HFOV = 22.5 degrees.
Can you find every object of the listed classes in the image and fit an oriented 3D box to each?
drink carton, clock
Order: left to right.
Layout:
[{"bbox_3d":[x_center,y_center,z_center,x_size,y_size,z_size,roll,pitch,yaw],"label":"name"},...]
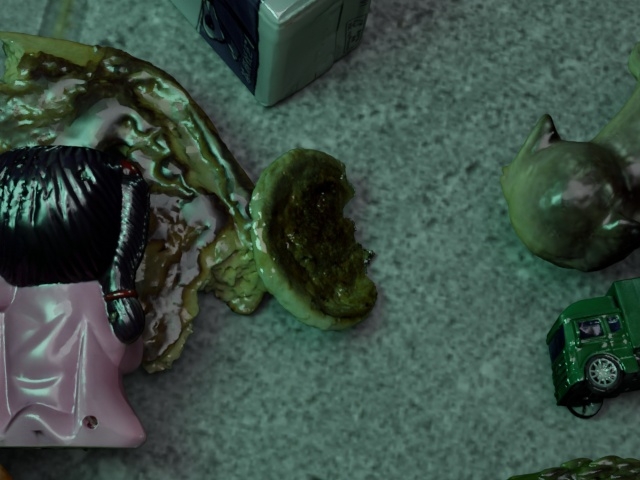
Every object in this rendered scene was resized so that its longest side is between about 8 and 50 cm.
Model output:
[{"bbox_3d":[-0.201,0.038,1.023,0.194,0.100,0.195,0,84,12],"label":"clock"},{"bbox_3d":[-0.068,-0.225,1.157,0.102,0.134,0.222,-38,76,-16],"label":"drink carton"}]

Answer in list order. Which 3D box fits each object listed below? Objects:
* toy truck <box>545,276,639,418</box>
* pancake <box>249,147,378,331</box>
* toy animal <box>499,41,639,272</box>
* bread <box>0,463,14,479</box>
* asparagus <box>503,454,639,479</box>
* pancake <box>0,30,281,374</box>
[{"bbox_3d":[0.228,0.069,1.106,0.147,0.065,0.079,-10,67,-10],"label":"toy truck"},{"bbox_3d":[-0.005,0.001,1.098,0.116,0.022,0.129,-21,91,-51],"label":"pancake"},{"bbox_3d":[0.247,-0.044,1.109,0.233,0.121,0.169,4,42,17],"label":"toy animal"},{"bbox_3d":[-0.278,0.185,0.843,0.114,0.327,0.295,-37,64,20],"label":"bread"},{"bbox_3d":[0.116,0.178,1.071,0.236,0.027,0.034,-16,75,-12],"label":"asparagus"},{"bbox_3d":[-0.133,-0.032,1.116,0.212,0.056,0.257,-2,76,1],"label":"pancake"}]
